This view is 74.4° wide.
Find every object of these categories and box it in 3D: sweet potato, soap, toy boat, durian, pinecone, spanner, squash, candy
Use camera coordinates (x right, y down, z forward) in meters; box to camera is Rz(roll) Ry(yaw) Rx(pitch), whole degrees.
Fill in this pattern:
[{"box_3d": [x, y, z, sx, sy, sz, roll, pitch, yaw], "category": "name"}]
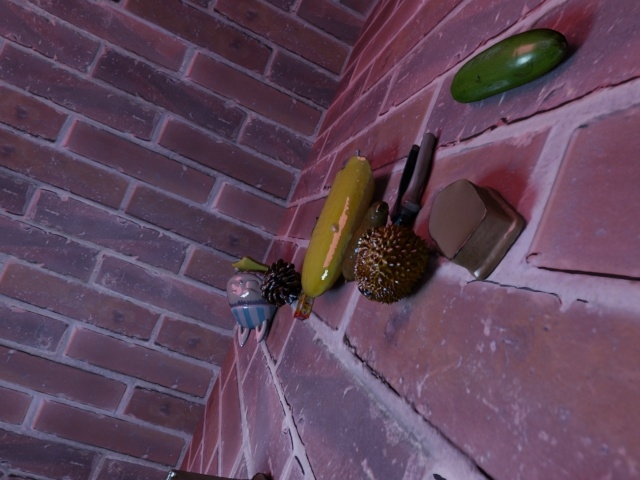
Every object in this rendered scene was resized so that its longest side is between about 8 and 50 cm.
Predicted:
[{"box_3d": [0.108, 0.001, 0.983, 0.273, 0.076, 0.075, 110, 173, -45], "category": "sweet potato"}, {"box_3d": [0.048, -0.030, 1.264, 0.426, 0.115, 0.306, -69, 17, -3], "category": "soap"}, {"box_3d": [0.227, -0.033, 0.661, 0.188, 0.061, 0.116, -94, 29, -64], "category": "toy boat"}, {"box_3d": [0.128, 0.040, 0.792, 0.158, 0.137, 0.167, 90, -155, -67], "category": "durian"}, {"box_3d": [-0.153, 0.171, 1.646, 0.179, 0.150, 0.195, -63, 14, 18], "category": "pinecone"}, {"box_3d": [0.195, -0.096, 0.945, 0.096, 0.040, 0.324, -37, 31, 67], "category": "spanner"}, {"box_3d": [0.307, -0.298, 0.745, 0.082, 0.082, 0.292, -67, 13, 2], "category": "squash"}, {"box_3d": [-0.051, 0.206, 1.424, 0.062, 0.038, 0.121, -40, 29, 63], "category": "candy"}]

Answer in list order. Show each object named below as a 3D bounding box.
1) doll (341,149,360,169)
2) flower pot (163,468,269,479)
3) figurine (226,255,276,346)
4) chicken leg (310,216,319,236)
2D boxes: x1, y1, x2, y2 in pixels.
[{"box_3d": [0.099, -0.202, 1.450, 0.102, 0.075, 0.227, -123, 44, -55], "category": "doll"}, {"box_3d": [-0.287, 0.701, 1.039, 0.290, 0.259, 0.290, -59, 17, 30], "category": "flower pot"}, {"box_3d": [-0.346, 0.305, 1.975, 0.361, 0.267, 0.377, 128, 162, -65], "category": "figurine"}, {"box_3d": [0.000, -0.001, 1.478, 0.125, 0.081, 0.195, -62, -14, -86], "category": "chicken leg"}]
